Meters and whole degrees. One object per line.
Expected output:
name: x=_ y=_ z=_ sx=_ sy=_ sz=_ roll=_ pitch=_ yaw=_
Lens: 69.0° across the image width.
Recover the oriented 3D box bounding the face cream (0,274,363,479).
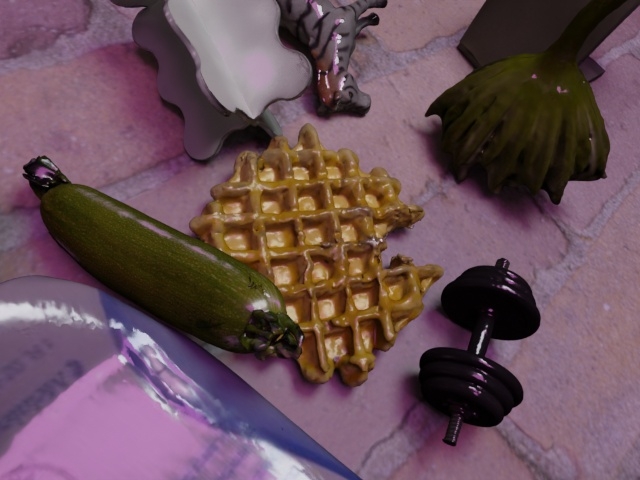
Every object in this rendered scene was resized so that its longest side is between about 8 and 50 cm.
face cream: x=-0.109 y=0.174 z=0.278 sx=0.420 sy=0.137 sz=0.235 roll=36 pitch=47 yaw=11

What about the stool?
stool: x=0.397 y=-0.357 z=0.699 sx=0.269 sy=0.244 sz=0.170 roll=-29 pitch=76 yaw=-29

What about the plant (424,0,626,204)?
plant: x=0.278 y=-0.213 z=0.547 sx=0.250 sy=0.334 sz=0.180 roll=16 pitch=43 yaw=3

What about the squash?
squash: x=-0.135 y=0.017 z=0.382 sx=0.318 sy=0.080 sz=0.071 roll=27 pitch=34 yaw=24

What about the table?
table: x=-0.111 y=-0.204 z=0.500 sx=0.166 sy=0.166 sz=0.199 roll=-22 pitch=80 yaw=-28

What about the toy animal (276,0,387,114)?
toy animal: x=0.019 y=-0.295 z=0.630 sx=0.169 sy=0.090 sz=0.255 roll=-25 pitch=71 yaw=-25

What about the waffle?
waffle: x=0.000 y=0.001 z=0.482 sx=0.250 sy=0.056 sz=0.261 roll=37 pitch=62 yaw=4

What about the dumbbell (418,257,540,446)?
dumbbell: x=0.157 y=0.100 z=0.460 sx=0.099 sy=0.099 sz=0.209 roll=31 pitch=58 yaw=-2
